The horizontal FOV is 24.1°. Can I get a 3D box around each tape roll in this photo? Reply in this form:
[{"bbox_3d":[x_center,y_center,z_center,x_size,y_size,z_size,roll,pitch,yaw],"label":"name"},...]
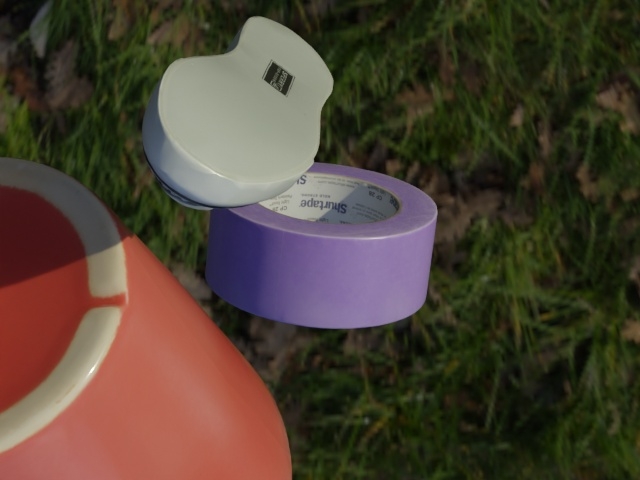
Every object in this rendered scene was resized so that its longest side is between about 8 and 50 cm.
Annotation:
[{"bbox_3d":[0.000,0.000,1.255,0.189,0.189,0.080,5,111,-5],"label":"tape roll"}]

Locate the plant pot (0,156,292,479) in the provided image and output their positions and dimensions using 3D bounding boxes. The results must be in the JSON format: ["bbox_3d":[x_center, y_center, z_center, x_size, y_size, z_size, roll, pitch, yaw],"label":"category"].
[{"bbox_3d":[-0.170,0.099,0.855,0.275,0.275,0.243,-11,143,5],"label":"plant pot"}]

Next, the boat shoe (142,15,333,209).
[{"bbox_3d":[-0.045,-0.049,0.732,0.078,0.219,0.070,39,111,-2],"label":"boat shoe"}]
